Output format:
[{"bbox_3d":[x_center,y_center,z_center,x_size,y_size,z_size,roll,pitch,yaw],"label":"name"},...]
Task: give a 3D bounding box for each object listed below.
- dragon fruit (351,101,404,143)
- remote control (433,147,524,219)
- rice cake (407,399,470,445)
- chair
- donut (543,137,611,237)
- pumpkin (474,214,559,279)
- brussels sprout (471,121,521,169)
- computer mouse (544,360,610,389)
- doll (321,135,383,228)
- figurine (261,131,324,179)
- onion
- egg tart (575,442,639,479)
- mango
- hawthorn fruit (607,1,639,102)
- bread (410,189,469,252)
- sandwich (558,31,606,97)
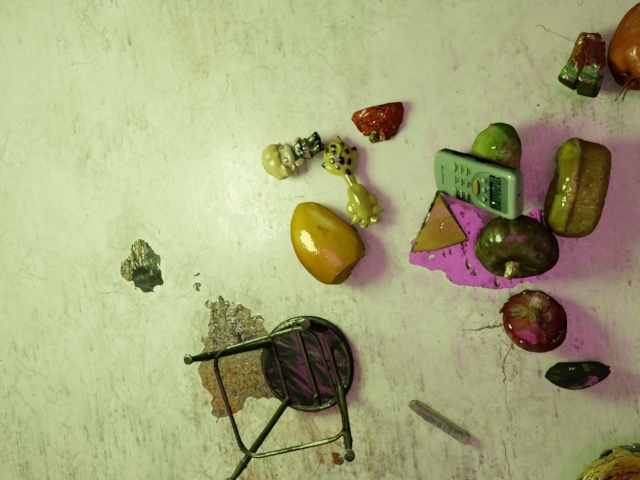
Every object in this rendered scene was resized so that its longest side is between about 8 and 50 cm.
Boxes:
[{"bbox_3d":[0.170,-0.345,1.713,0.162,0.083,0.106,-11,93,12],"label":"dragon fruit"},{"bbox_3d":[0.418,-0.161,1.574,0.296,0.056,0.140,31,137,50],"label":"remote control"},{"bbox_3d":[0.351,0.536,1.731,0.206,0.047,0.036,31,85,9],"label":"rice cake"},{"bbox_3d":[-0.084,0.400,1.642,0.361,0.410,0.365,-19,89,15],"label":"chair"},{"bbox_3d":[0.674,-0.135,1.533,0.128,0.208,0.262,11,100,13],"label":"donut"},{"bbox_3d":[0.520,0.029,1.573,0.218,0.219,0.162,10,65,13],"label":"pumpkin"},{"bbox_3d":[0.489,-0.236,1.609,0.131,0.145,0.183,-15,129,-12],"label":"brussels sprout"},{"bbox_3d":[0.710,0.375,1.606,0.172,0.099,0.057,-11,99,17],"label":"computer mouse"},{"bbox_3d":[0.093,-0.175,1.737,0.117,0.086,0.291,-27,84,10],"label":"doll"},{"bbox_3d":[-0.084,-0.256,1.752,0.195,0.108,0.114,-20,95,28],"label":"figurine"},{"bbox_3d":[0.587,0.233,1.616,0.183,0.147,0.184,1,53,-1],"label":"onion"},{"bbox_3d":[0.812,0.679,1.589,0.296,0.132,0.297,0,98,0],"label":"egg tart"},{"bbox_3d":[0.000,0.000,1.741,0.257,0.138,0.187,44,108,14],"label":"mango"},{"bbox_3d":[0.822,-0.467,1.463,0.211,0.211,0.299,38,80,9],"label":"hawthorn fruit"},{"bbox_3d":[0.319,-0.055,1.663,0.169,0.140,0.160,-16,95,15],"label":"bread"},{"bbox_3d":[0.696,-0.463,1.516,0.109,0.184,0.160,24,107,20],"label":"sandwich"}]
